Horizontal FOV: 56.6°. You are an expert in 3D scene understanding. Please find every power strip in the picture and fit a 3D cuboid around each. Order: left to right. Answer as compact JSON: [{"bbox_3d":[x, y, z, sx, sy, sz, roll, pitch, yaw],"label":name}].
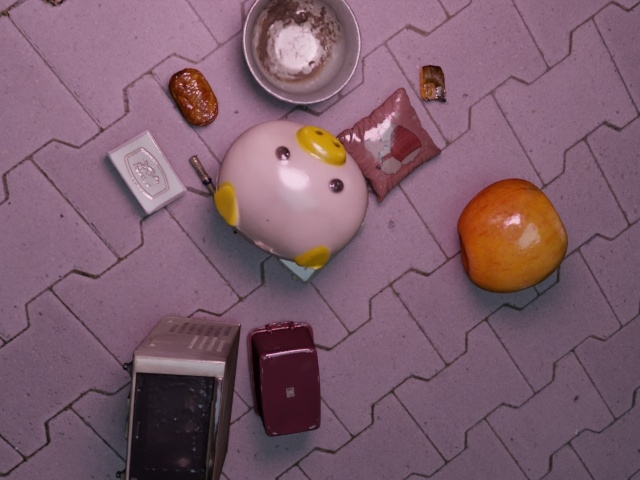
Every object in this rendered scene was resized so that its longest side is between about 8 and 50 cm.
[{"bbox_3d":[0.000,0.000,1.639,0.270,0.046,0.118,-45,108,1],"label":"power strip"}]

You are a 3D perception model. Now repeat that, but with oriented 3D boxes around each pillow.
[{"bbox_3d":[0.188,-0.255,1.602,0.236,0.084,0.223,-39,109,1],"label":"pillow"}]

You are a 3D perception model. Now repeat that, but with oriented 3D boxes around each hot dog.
[{"bbox_3d":[-0.314,-0.357,1.480,0.099,0.065,0.147,-33,118,-4],"label":"hot dog"}]

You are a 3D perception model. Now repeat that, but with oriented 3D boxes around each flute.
[{"bbox_3d":[-0.276,-0.120,1.561,0.027,0.027,0.233,-31,107,-4],"label":"flute"}]

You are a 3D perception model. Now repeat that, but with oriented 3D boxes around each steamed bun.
[{"bbox_3d":[-0.067,-0.118,1.456,0.374,0.334,0.333,29,95,-8],"label":"steamed bun"}]

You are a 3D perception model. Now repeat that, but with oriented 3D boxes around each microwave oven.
[{"bbox_3d":[-0.359,0.429,1.506,0.247,0.333,0.394,7,100,-3],"label":"microwave oven"}]

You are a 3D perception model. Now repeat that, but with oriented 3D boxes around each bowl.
[{"bbox_3d":[-0.057,-0.480,1.466,0.290,0.146,0.289,-3,103,-14],"label":"bowl"}]

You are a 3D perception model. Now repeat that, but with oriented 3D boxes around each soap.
[{"bbox_3d":[-0.435,-0.172,1.496,0.122,0.064,0.183,-32,108,-6],"label":"soap"}]

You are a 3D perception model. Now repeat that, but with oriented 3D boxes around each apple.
[{"bbox_3d":[0.508,-0.007,1.626,0.275,0.299,0.299,-26,107,9],"label":"apple"}]

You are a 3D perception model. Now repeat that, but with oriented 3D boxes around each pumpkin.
[{"bbox_3d":[0.304,-0.425,1.617,0.073,0.035,0.101,-10,101,-22],"label":"pumpkin"}]

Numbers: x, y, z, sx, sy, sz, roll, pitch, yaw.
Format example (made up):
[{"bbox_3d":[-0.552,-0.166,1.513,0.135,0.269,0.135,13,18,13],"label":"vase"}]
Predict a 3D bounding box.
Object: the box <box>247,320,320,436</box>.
[{"bbox_3d":[-0.095,0.387,1.643,0.194,0.167,0.293,-6,103,-9],"label":"box"}]
